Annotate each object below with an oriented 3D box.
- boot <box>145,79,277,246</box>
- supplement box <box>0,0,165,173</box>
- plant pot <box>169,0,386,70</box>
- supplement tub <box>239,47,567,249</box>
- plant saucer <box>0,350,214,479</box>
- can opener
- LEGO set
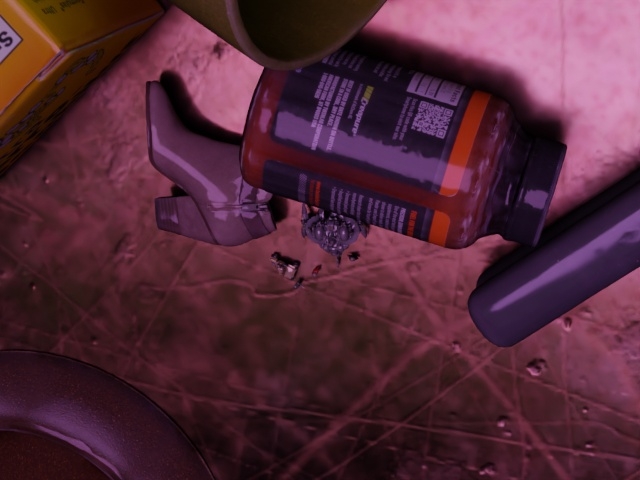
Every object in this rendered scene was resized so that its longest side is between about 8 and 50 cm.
[{"bbox_3d":[-0.073,-0.054,1.096,0.087,0.042,0.118,-3,107,7],"label":"boot"},{"bbox_3d":[-0.308,-0.202,1.020,0.194,0.195,0.356,-41,93,20],"label":"supplement box"},{"bbox_3d":[-0.090,-0.283,0.930,0.293,0.275,0.275,28,111,20],"label":"plant pot"},{"bbox_3d":[0.054,-0.057,1.028,0.198,0.106,0.106,18,109,7],"label":"supplement tub"},{"bbox_3d":[-0.221,0.237,1.210,0.310,0.050,0.310,4,108,12],"label":"plant saucer"},{"bbox_3d":[0.231,-0.005,1.020,0.283,0.076,0.095,-35,95,21],"label":"can opener"},{"bbox_3d":[0.001,0.002,1.101,0.054,0.023,0.083,31,110,2],"label":"LEGO set"}]
